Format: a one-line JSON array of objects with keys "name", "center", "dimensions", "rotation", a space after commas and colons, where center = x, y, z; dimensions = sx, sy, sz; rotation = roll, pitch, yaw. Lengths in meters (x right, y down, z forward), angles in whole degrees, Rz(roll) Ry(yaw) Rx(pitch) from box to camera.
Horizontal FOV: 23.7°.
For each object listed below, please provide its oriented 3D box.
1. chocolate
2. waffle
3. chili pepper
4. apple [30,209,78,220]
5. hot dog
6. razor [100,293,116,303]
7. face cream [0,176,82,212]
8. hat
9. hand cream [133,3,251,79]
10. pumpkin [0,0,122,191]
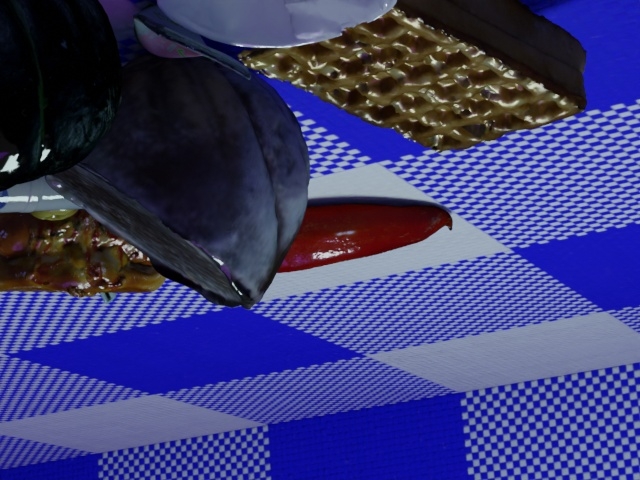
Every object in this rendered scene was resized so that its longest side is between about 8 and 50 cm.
[{"name": "chocolate", "center": [-0.135, -0.090, 1.611], "dimensions": [0.303, 0.213, 0.303], "rotation": [35, 169, 8]}, {"name": "waffle", "center": [0.098, -0.186, 1.505], "dimensions": [0.308, 0.091, 0.213], "rotation": [21, 155, -40]}, {"name": "chili pepper", "center": [0.004, -0.001, 2.148], "dimensions": [0.368, 0.092, 0.137], "rotation": [-3, 174, 3]}, {"name": "apple", "center": [-0.334, -0.060, 1.895], "dimensions": [0.084, 0.071, 0.084], "rotation": [-3, 164, -1]}, {"name": "hot dog", "center": [-0.318, 0.005, 1.995], "dimensions": [0.256, 0.150, 0.153], "rotation": [1, 171, -14]}, {"name": "razor", "center": [-0.426, 0.064, 2.350], "dimensions": [0.211, 0.036, 0.084], "rotation": [-2, 140, 14]}, {"name": "face cream", "center": [-0.347, -0.071, 1.792], "dimensions": [0.250, 0.077, 0.077], "rotation": [-4, 165, -32]}, {"name": "hat", "center": [-0.039, -0.253, 1.253], "dimensions": [0.203, 0.126, 0.203], "rotation": [-3, 163, -1]}, {"name": "hand cream", "center": [-0.128, -0.181, 1.373], "dimensions": [0.079, 0.050, 0.275], "rotation": [-3, -168, -14]}, {"name": "pumpkin", "center": [-0.333, -0.150, 1.345], "dimensions": [0.315, 0.238, 0.315], "rotation": [-13, -176, 1]}]
